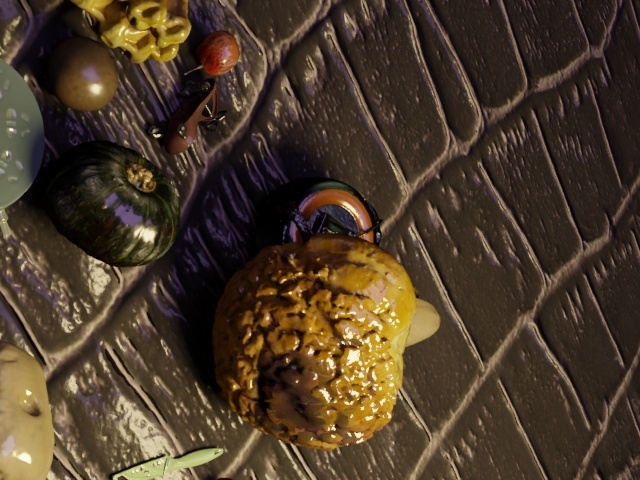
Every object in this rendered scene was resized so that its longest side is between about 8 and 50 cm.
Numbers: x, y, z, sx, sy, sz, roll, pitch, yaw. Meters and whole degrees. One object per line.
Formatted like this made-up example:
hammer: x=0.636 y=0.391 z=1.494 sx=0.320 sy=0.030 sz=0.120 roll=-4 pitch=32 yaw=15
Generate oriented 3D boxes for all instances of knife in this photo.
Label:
knife: x=-0.225 y=0.333 z=1.774 sx=0.207 sy=0.014 sz=0.030 roll=-9 pitch=94 yaw=-45

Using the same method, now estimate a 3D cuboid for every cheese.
cheese: x=-0.410 y=0.243 z=1.465 sx=0.117 sy=0.218 sz=0.235 roll=15 pitch=96 yaw=-39

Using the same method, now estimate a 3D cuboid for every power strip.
power strip: x=-0.445 y=-0.128 z=1.575 sx=0.167 sy=0.054 sz=0.253 roll=-1 pitch=85 yaw=-44

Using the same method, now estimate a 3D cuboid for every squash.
squash: x=-0.287 y=-0.050 z=1.647 sx=0.193 sy=0.156 sz=0.193 roll=57 pitch=8 yaw=-13

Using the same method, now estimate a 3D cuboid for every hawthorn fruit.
hawthorn fruit: x=-0.172 y=-0.284 z=1.860 sx=0.103 sy=0.067 sz=0.067 roll=-46 pitch=117 yaw=-35

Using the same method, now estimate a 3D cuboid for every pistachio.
pistachio: x=0.119 y=0.135 z=2.071 sx=0.206 sy=0.131 sz=0.129 roll=8 pitch=38 yaw=-49

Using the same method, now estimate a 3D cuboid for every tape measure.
tape measure: x=0.000 y=0.000 z=1.951 sx=0.223 sy=0.135 sz=0.202 roll=29 pitch=74 yaw=-34

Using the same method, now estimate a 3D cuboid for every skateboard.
skateboard: x=-0.194 y=-0.188 z=1.835 sx=0.080 sy=0.067 sz=0.151 roll=59 pitch=45 yaw=-35

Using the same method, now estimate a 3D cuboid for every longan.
longan: x=-0.332 y=-0.236 z=1.673 sx=0.113 sy=0.092 sz=0.113 roll=19 pitch=57 yaw=-32

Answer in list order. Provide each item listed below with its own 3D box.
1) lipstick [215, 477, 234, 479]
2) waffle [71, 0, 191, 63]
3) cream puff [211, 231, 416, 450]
lipstick: x=-0.072 y=0.465 z=1.875 sx=0.280 sy=0.073 sz=0.073 roll=44 pitch=57 yaw=-34
waffle: x=-0.247 y=-0.421 z=1.713 sx=0.261 sy=0.151 sz=0.324 roll=49 pitch=39 yaw=-28
cream puff: x=-0.009 y=0.165 z=1.784 sx=0.327 sy=0.343 sz=0.231 roll=45 pitch=34 yaw=-13
